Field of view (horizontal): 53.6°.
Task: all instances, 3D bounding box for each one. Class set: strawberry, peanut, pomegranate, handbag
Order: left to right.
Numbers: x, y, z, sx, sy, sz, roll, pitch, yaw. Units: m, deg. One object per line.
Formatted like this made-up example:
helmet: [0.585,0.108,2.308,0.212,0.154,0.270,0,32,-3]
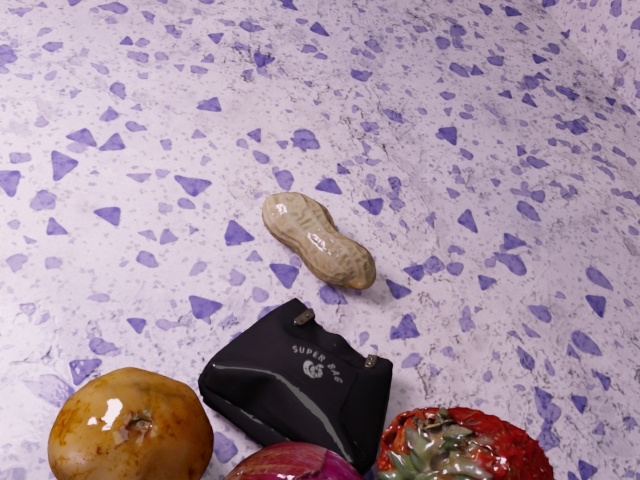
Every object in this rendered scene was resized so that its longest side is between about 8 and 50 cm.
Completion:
pomegranate: [-0.292,0.312,0.988,0.248,0.248,0.248,9,52,-12]
handbag: [-0.016,0.258,1.175,0.342,0.152,0.288,33,40,6]
peanut: [0.000,0.000,1.384,0.298,0.120,0.136,43,58,12]
strawberry: [0.272,0.421,1.060,0.351,0.267,0.312,31,9,-22]

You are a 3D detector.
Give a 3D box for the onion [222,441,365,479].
onion: [0.011,0.465,0.876,0.385,0.348,0.348,5,50,7]
